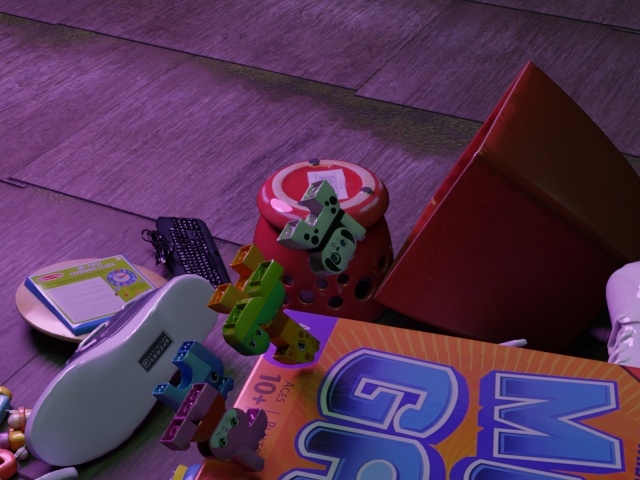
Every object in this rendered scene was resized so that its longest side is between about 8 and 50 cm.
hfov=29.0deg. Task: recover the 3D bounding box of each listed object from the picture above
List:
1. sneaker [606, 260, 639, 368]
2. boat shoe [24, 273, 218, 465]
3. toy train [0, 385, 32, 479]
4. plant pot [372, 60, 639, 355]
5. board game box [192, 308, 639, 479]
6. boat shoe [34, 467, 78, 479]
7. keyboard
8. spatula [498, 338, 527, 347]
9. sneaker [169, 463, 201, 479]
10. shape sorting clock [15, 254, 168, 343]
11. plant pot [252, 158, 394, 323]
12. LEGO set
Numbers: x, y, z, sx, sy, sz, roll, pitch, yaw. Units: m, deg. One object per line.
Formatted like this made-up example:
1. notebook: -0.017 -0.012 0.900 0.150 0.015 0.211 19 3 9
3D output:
1. sneaker: 0.298 0.130 1.219 0.169 0.108 0.292 -3 41 -10
2. boat shoe: -0.244 0.149 1.453 0.102 0.108 0.301 -13 30 48
3. toy train: -0.378 0.213 1.394 0.125 0.046 0.166 -25 40 -33
4. plant pot: 0.258 -0.012 1.537 0.236 0.267 0.267 34 38 1
5. board game box: 0.090 0.319 0.942 0.356 0.356 0.356 8 33 14
6. boat shoe: -0.312 0.283 1.293 0.142 0.049 0.040 -23 73 -35
7. keyboard: -0.185 0.011 1.703 0.100 0.038 0.192 -2 31 -20
8. spatula: 0.123 0.138 1.397 0.168 0.019 0.242 -5 -8 -15
9. sneaker: -0.124 0.303 1.233 0.082 0.069 0.209 7 33 5
10. shape sorting clock: -0.289 0.079 1.605 0.206 0.040 0.206 8 31 -5
11. plant pot: 0.000 0.000 1.607 0.191 0.174 0.191 -2 33 1
12. LEGO set: -0.037 0.076 0.911 0.087 0.093 0.227 -13 42 56
